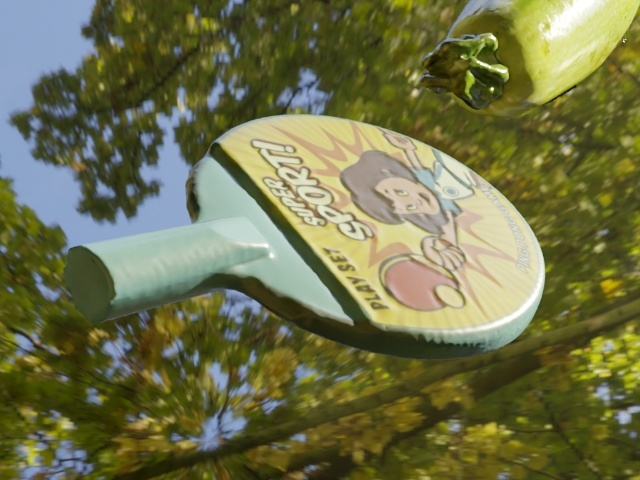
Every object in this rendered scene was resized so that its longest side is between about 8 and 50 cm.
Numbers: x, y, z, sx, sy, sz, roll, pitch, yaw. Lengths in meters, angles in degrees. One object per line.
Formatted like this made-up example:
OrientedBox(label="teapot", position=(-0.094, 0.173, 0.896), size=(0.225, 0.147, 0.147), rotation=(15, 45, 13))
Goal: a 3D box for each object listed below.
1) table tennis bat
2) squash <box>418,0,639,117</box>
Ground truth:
OrientedBox(label="table tennis bat", position=(0.000, 0.000, 0.873), size=(0.329, 0.044, 0.215), rotation=(-9, -133, -40))
OrientedBox(label="squash", position=(0.104, -0.107, 0.793), size=(0.090, 0.075, 0.200), rotation=(41, -136, 4))
